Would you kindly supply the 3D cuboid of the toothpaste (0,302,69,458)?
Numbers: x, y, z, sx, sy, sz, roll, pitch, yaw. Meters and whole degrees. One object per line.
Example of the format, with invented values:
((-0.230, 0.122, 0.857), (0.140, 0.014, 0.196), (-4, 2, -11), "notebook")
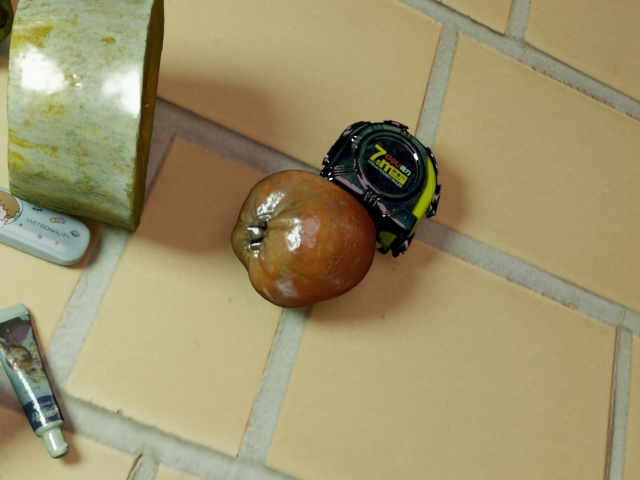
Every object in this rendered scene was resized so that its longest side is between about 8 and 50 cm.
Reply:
((-0.370, 0.178, 1.160), (0.062, 0.037, 0.216), (-18, 66, -28), "toothpaste")

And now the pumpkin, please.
((-0.321, -0.179, 1.220), (0.199, 0.332, 0.332), (4, 61, -6), "pumpkin")

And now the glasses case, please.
((-0.404, -0.023, 1.247), (0.179, 0.045, 0.067), (23, 56, -10), "glasses case")

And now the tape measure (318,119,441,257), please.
((0.097, -0.092, 1.463), (0.199, 0.112, 0.186), (37, 62, -7), "tape measure")

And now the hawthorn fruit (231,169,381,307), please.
((0.000, 0.000, 1.335), (0.251, 0.199, 0.199), (4, 61, -37), "hawthorn fruit")

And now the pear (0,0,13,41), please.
((-0.543, -0.367, 1.259), (0.293, 0.292, 0.159), (13, 63, -17), "pear")
